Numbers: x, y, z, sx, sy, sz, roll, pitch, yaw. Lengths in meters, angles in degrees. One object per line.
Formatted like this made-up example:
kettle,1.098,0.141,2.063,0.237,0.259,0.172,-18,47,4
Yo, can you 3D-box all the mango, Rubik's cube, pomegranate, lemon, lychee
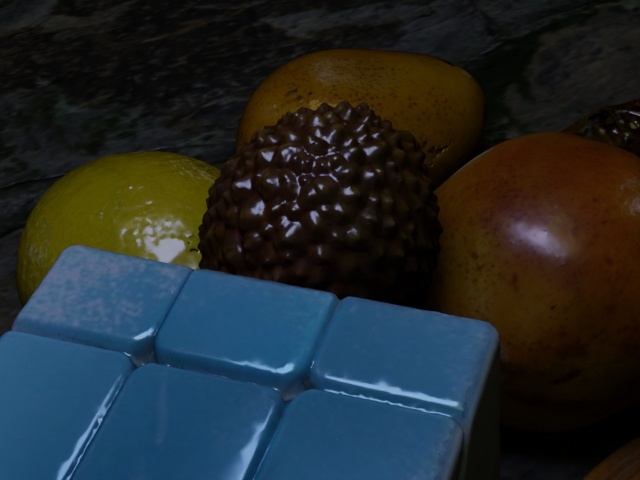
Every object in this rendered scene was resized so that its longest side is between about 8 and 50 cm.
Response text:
mango,0.057,-0.117,1.177,0.290,0.159,0.191,-18,38,-22
Rubik's cube,-0.067,0.235,0.726,0.316,0.318,0.321,10,47,20
pomegranate,0.195,0.035,0.943,0.264,0.264,0.264,-5,45,5
lemon,-0.149,0.032,1.003,0.263,0.236,0.236,38,60,18
lychee,0.000,0.000,0.840,0.200,0.238,0.200,-2,67,4

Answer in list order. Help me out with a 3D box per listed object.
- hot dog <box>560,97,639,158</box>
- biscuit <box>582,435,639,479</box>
hot dog,0.333,-0.086,1.148,0.271,0.081,0.162,-26,46,-15
biscuit,0.366,0.287,0.788,0.456,0.078,0.349,8,44,17
